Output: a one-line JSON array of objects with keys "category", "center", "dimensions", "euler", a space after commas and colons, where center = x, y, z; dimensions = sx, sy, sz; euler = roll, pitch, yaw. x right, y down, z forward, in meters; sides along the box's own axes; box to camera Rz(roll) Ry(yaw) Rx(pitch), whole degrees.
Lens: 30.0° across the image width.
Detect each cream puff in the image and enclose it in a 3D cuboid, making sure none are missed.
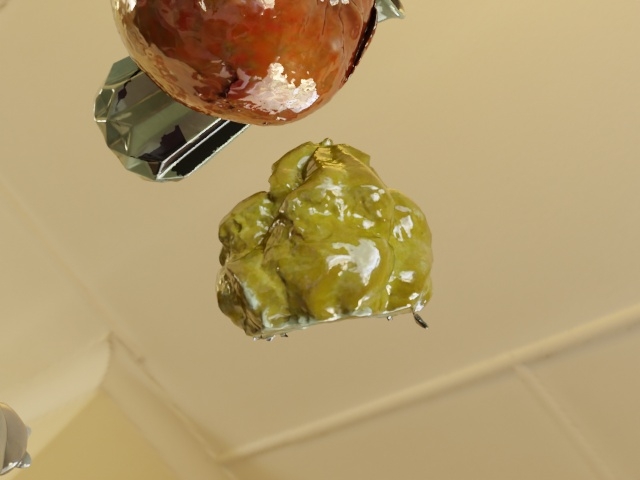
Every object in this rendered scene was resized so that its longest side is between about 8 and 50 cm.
[{"category": "cream puff", "center": [0.000, -0.001, 0.799], "dimensions": [0.156, 0.156, 0.121], "euler": [31, -21, 13]}]

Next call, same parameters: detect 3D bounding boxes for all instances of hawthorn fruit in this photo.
[{"category": "hawthorn fruit", "center": [-0.092, -0.246, 1.165], "dimensions": [0.307, 0.276, 0.276], "euler": [2, -55, 53]}]

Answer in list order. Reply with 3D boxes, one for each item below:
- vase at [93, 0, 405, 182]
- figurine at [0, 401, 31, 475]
[{"category": "vase", "center": [-0.083, -0.206, 1.363], "dimensions": [0.360, 0.165, 0.165], "euler": [-30, -76, 16]}, {"category": "figurine", "center": [-0.457, 0.237, 1.196], "dimensions": [0.248, 0.380, 0.203], "euler": [26, -62, 1]}]
